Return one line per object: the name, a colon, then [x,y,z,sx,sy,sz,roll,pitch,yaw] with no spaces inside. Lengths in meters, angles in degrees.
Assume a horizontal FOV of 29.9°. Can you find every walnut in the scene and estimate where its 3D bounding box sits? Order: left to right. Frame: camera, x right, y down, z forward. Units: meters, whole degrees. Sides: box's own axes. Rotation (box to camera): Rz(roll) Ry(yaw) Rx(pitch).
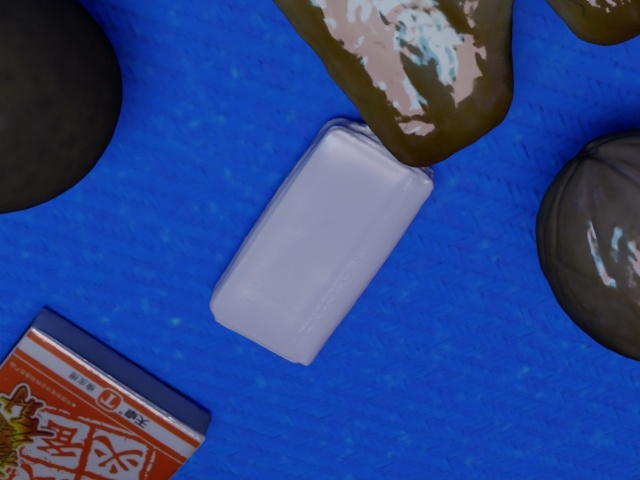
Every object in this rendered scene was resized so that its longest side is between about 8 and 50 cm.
walnut: [0.216,0.004,0.788,0.162,0.140,0.140,45,110,-7]

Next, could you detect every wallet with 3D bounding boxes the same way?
wallet: [0.000,0.000,0.849,0.095,0.033,0.190,27,115,-12]

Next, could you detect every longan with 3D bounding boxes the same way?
longan: [-0.218,-0.094,0.736,0.187,0.167,0.167,-14,115,0]

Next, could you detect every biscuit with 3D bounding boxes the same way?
biscuit: [0.065,-0.208,0.716,0.237,0.062,0.290,-34,104,22]

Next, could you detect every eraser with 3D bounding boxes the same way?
eraser: [-0.215,0.179,0.939,0.157,0.038,0.230,35,112,-14]
